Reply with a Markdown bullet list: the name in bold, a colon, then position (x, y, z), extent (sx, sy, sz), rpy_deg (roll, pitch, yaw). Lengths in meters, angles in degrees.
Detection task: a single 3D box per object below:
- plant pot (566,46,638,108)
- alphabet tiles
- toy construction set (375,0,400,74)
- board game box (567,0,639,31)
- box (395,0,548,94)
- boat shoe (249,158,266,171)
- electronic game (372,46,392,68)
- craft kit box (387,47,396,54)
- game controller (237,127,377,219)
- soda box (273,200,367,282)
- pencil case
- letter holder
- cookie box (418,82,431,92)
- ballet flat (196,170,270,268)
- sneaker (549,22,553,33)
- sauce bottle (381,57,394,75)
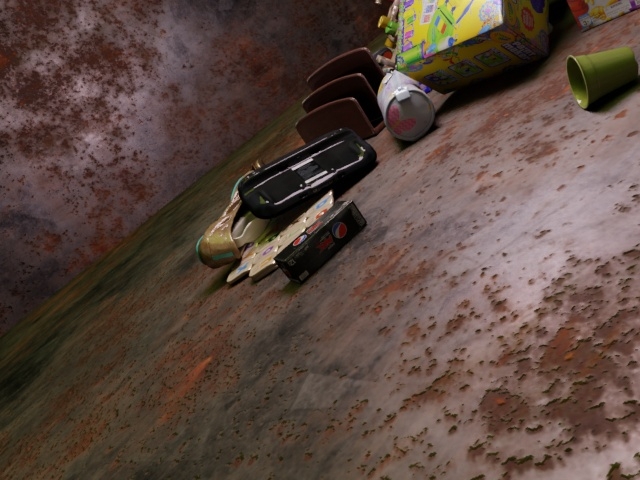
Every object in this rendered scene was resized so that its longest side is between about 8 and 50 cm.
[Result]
- **plant pot**: position (0.420, -0.248, 0.829), extent (0.079, 0.083, 0.083), rpy_deg (-18, 22, 12)
- **alphabet tiles**: position (-0.082, -0.010, 1.216), extent (0.278, 0.021, 0.284), rpy_deg (-35, 18, 13)
- **toy construction set**: position (0.263, -0.578, 1.596), extent (0.309, 0.237, 0.257), rpy_deg (-3, 29, -39)
- **board game box**: position (0.544, -0.588, 1.099), extent (0.142, 0.275, 0.144), rpy_deg (-10, 31, 52)
- **box**: position (0.332, -0.522, 1.236), extent (0.279, 0.177, 0.289), rpy_deg (-7, 74, 51)
- **boat shoe**: position (-0.221, -0.252, 1.998), extent (0.060, 0.064, 0.178), rpy_deg (-41, 12, 3)
- **electronic game**: position (0.160, -0.493, 1.750), extent (0.229, 0.048, 0.229), rpy_deg (-52, -15, -21)
- **craft kit box**: position (0.302, -0.774, 2.343), extent (0.247, 0.061, 0.250), rpy_deg (-17, 26, 50)
- **game controller**: position (-0.031, -0.156, 1.277), extent (0.319, 0.067, 0.166), rpy_deg (-29, 51, -12)
- **soda box**: position (0.000, 0.000, 0.993), extent (0.169, 0.053, 0.060), rpy_deg (-41, 18, -17)
- **pencil case**: position (0.197, -0.325, 1.322), extent (0.114, 0.124, 0.273), rpy_deg (-5, 25, 5)
- **letter holder**: position (0.051, -0.397, 1.614), extent (0.152, 0.214, 0.302), rpy_deg (-46, 21, -28)
- **cookie box**: position (0.284, -0.445, 1.589), extent (0.092, 0.040, 0.107), rpy_deg (-19, 24, 42)
- **ballet flat**: position (-0.168, -0.060, 1.321), extent (0.124, 0.116, 0.342), rpy_deg (-6, 32, 25)
- **sneaker**: position (0.497, -0.489, 1.286), extent (0.054, 0.061, 0.152), rpy_deg (-25, 20, 35)
- **sauce bottle**: position (0.298, -0.572, 1.761), extent (0.111, 0.111, 0.344), rpy_deg (-13, 31, 50)
